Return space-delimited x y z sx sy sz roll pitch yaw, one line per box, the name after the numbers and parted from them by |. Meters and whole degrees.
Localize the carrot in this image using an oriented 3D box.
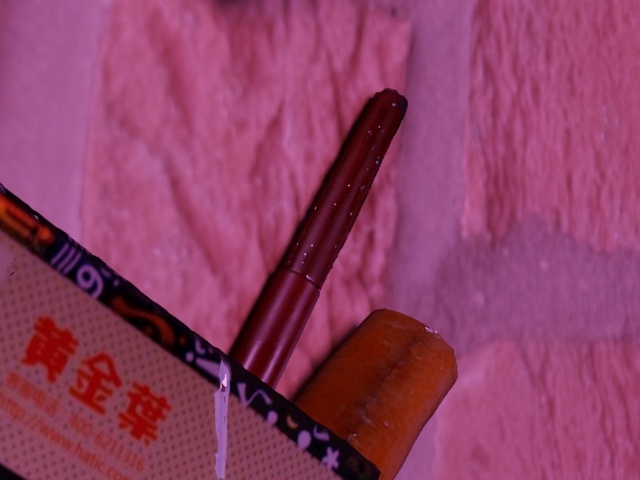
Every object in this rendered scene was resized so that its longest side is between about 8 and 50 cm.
-0.014 0.127 0.795 0.225 0.067 0.067 -54 125 -31 | carrot

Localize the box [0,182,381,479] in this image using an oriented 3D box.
-0.150 0.033 0.565 0.310 0.198 0.084 41 63 -37 | box

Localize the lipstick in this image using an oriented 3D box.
0.000 0.000 0.831 0.027 0.027 0.176 45 60 -35 | lipstick
